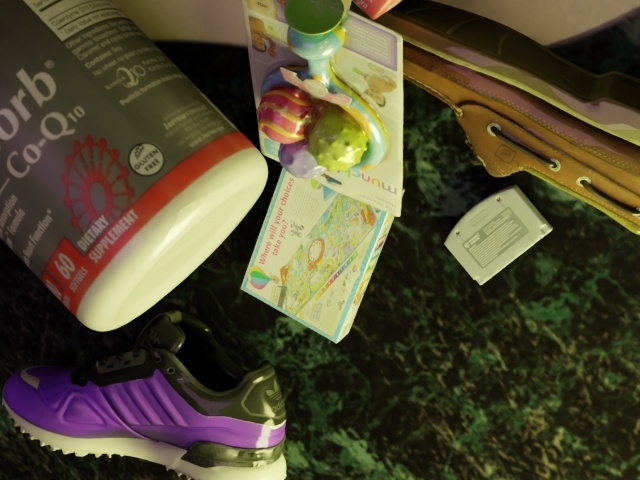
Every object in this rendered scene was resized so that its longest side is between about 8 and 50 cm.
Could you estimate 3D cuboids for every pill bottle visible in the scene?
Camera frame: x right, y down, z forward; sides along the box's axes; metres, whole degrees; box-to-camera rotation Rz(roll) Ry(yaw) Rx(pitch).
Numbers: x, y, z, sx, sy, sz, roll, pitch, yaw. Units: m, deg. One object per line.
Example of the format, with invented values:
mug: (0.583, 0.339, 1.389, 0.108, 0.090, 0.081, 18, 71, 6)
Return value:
pill bottle: (-0.237, -0.116, 1.235, 0.363, 0.210, 0.210, 45, 122, 6)

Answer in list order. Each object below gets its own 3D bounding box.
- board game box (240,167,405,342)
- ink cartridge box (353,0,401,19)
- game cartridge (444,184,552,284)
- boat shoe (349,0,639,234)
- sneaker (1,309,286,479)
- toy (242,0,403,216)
board game box: (0.000, 0.000, 1.262, 0.103, 0.026, 0.154, 29, 119, 15)
ink cartridge box: (0.100, -0.276, 1.028, 0.092, 0.158, 0.218, 44, 123, 1)
game cartridge: (0.144, -0.007, 1.191, 0.056, 0.017, 0.083, 49, 122, -1)
boat shoe: (0.148, -0.094, 1.099, 0.307, 0.111, 0.104, 26, 117, 17)
sneaker: (-0.162, 0.130, 1.360, 0.293, 0.102, 0.146, 10, 109, 19)
toy: (-0.007, -0.095, 1.112, 0.137, 0.056, 0.237, 27, 150, 17)
